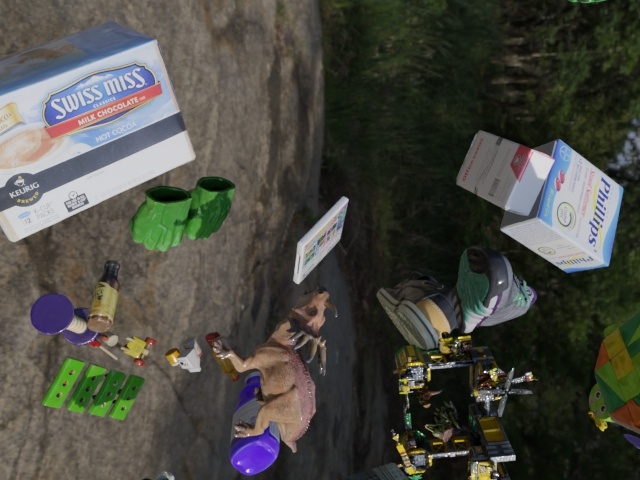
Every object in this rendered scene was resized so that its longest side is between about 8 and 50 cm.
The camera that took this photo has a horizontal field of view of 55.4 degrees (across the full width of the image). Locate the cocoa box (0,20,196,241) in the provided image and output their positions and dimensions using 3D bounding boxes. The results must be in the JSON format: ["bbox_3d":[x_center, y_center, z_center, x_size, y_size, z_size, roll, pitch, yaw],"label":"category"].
[{"bbox_3d":[-0.439,-0.204,1.048,0.347,0.231,0.228,-30,129,-23],"label":"cocoa box"}]

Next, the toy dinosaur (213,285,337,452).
[{"bbox_3d":[-0.052,0.240,1.044,0.127,0.200,0.295,-17,97,-65],"label":"toy dinosaur"}]

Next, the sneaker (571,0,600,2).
[{"bbox_3d":[0.477,-0.411,0.885,0.146,0.343,0.134,-25,126,-48],"label":"sneaker"}]

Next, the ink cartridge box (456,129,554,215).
[{"bbox_3d":[0.464,-0.175,1.556,0.218,0.092,0.158,45,-63,57],"label":"ink cartridge box"}]

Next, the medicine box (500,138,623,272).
[{"bbox_3d":[0.688,-0.092,1.729,0.149,0.289,0.263,-21,-135,61],"label":"medicine box"}]

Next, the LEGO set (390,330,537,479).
[{"bbox_3d":[0.264,0.365,1.189,0.192,0.255,0.331,-95,-173,-67],"label":"LEGO set"}]

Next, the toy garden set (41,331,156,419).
[{"bbox_3d":[-0.500,0.294,1.402,0.204,0.049,0.244,-63,148,-11],"label":"toy garden set"}]

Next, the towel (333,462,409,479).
[{"bbox_3d":[0.170,0.755,1.636,0.324,0.312,0.056,45,-52,47],"label":"towel"}]

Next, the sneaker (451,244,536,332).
[{"bbox_3d":[0.224,0.055,0.753,0.223,0.098,0.083,78,3,-71],"label":"sneaker"}]

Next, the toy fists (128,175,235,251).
[{"bbox_3d":[-0.314,-0.061,1.391,0.279,0.096,0.142,-23,139,-55],"label":"toy fists"}]

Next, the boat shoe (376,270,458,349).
[{"bbox_3d":[0.276,0.188,1.689,0.187,0.156,0.500,55,-5,0],"label":"boat shoe"}]

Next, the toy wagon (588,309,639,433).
[{"bbox_3d":[0.637,0.272,1.203,0.267,0.068,0.344,-89,-158,-44],"label":"toy wagon"}]

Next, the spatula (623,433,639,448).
[{"bbox_3d":[0.823,0.523,1.396,0.030,0.296,0.084,-54,-173,6],"label":"spatula"}]

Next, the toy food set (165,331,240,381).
[{"bbox_3d":[-0.312,0.329,1.684,0.104,0.232,0.111,64,35,-18],"label":"toy food set"}]

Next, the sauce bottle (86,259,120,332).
[{"bbox_3d":[-0.358,0.090,1.015,0.042,0.042,0.128,75,7,-48],"label":"sauce bottle"}]

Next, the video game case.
[{"bbox_3d":[0.000,0.000,1.268,0.157,0.019,0.143,-46,161,-31],"label":"video game case"}]

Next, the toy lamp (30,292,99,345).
[{"bbox_3d":[-0.468,0.153,1.147,0.274,0.080,0.080,121,-26,-72],"label":"toy lamp"}]

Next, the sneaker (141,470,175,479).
[{"bbox_3d":[-0.366,0.513,1.176,0.237,0.085,0.086,2,95,-68],"label":"sneaker"}]

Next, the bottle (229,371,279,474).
[{"bbox_3d":[-0.158,0.433,1.491,0.092,0.118,0.283,47,13,-21],"label":"bottle"}]
